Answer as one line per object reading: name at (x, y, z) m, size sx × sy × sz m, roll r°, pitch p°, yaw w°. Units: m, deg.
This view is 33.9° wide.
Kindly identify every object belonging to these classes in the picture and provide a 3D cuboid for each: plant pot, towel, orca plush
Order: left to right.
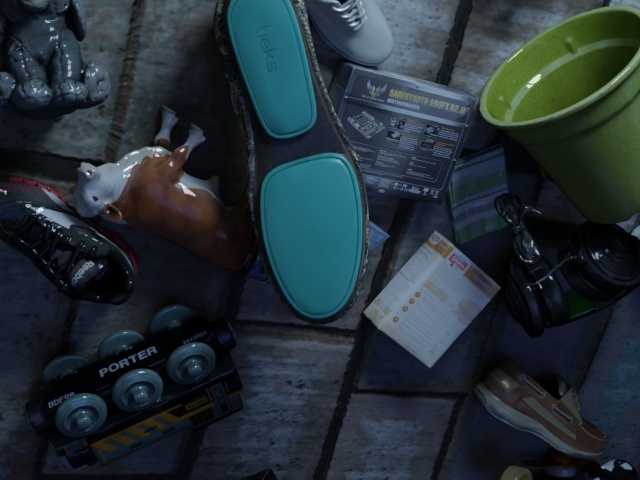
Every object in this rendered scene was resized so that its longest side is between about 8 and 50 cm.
towel at (0.266, -0.074, 1.751) m, size 0.113 × 0.023 × 0.152 m, roll -20°, pitch 119°, yaw -13°
plant pot at (0.425, -0.173, 1.614) m, size 0.276 × 0.276 × 0.254 m, roll -39°, pitch 117°, yaw -3°
orca plush at (0.543, 0.501, 1.977) m, size 0.287 × 0.102 × 0.151 m, roll -11°, pitch 94°, yaw -47°

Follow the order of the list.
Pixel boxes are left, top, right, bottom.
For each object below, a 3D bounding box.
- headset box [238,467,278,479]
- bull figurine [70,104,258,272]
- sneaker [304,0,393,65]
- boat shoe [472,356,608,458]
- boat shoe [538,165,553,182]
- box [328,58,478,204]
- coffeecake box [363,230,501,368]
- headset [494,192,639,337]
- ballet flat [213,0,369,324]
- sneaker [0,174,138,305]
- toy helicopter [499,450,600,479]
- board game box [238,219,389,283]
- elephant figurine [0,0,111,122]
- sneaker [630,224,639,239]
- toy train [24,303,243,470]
headset box at (-0.140, 0.571, 1.819) m, size 0.218 × 0.110 × 0.293 m, roll -19°, pitch 119°, yaw -14°
bull figurine at (-0.204, -0.070, 1.505) m, size 0.310 × 0.101 × 0.188 m, roll 31°, pitch 92°, yaw -35°
sneaker at (0.022, -0.337, 1.487) m, size 0.094 × 0.091 × 0.258 m, roll -46°, pitch 122°, yaw 2°
boat shoe at (0.428, 0.309, 1.940) m, size 0.324 × 0.123 × 0.116 m, roll 27°, pitch 98°, yaw -32°
boat shoe at (0.453, -0.155, 1.772) m, size 0.178 × 0.060 × 0.064 m, roll -38°, pitch 122°, yaw -4°
box at (0.110, -0.165, 1.624) m, size 0.231 × 0.056 × 0.183 m, roll 9°, pitch 108°, yaw -26°
coffeecake box at (0.189, 0.100, 1.770) m, size 0.142 × 0.068 × 0.185 m, roll 39°, pitch 94°, yaw -32°
headset at (0.401, 0.038, 1.752) m, size 0.243 × 0.185 × 0.394 m, roll -32°, pitch 155°, yaw 22°
ballet flat at (-0.036, -0.130, 1.469) m, size 0.164 × 0.182 × 0.483 m, roll -14°, pitch 98°, yaw -1°
sneaker at (-0.361, 0.005, 1.455) m, size 0.276 × 0.135 × 0.097 m, roll 36°, pitch 97°, yaw -30°
toy helicopter at (0.427, 0.491, 1.995) m, size 0.355 × 0.140 × 0.235 m, roll 41°, pitch 66°, yaw -49°
board game box at (0.000, 0.000, 1.650) m, size 0.194 × 0.060 × 0.194 m, roll 19°, pitch 104°, yaw -28°
elephant figurine at (-0.357, -0.280, 1.325) m, size 0.169 × 0.186 × 0.239 m, roll -13°, pitch 93°, yaw -55°
sneaker at (0.675, -0.031, 1.905) m, size 0.229 × 0.092 × 0.087 m, roll -38°, pitch 120°, yaw -5°
toy train at (-0.272, 0.234, 1.602) m, size 0.334 × 0.142 × 0.190 m, roll -25°, pitch 130°, yaw -11°
